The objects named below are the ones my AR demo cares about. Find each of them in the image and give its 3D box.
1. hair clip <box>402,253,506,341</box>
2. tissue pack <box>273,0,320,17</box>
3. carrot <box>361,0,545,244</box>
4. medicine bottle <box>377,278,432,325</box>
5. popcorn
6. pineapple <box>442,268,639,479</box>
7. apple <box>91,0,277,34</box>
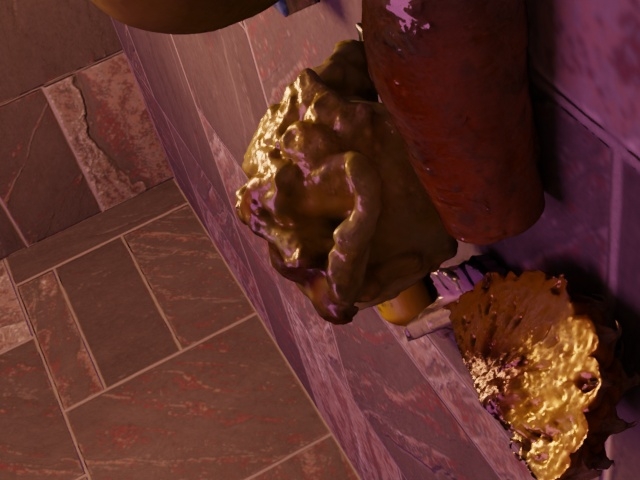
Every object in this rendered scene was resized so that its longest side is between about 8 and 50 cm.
[{"bbox_3d":[0.168,0.076,1.192,0.106,0.084,0.292,67,165,7],"label":"hair clip"},{"bbox_3d":[-0.067,-0.366,1.264,0.155,0.065,0.115,54,166,43],"label":"tissue pack"},{"bbox_3d":[0.111,-0.127,0.830,0.139,0.138,0.302,51,164,48],"label":"carrot"},{"bbox_3d":[0.069,-0.025,1.399,0.309,0.076,0.111,66,163,-15],"label":"medicine bottle"},{"bbox_3d":[0.034,-0.056,1.074,0.293,0.237,0.293,58,172,14],"label":"popcorn"},{"bbox_3d":[0.241,0.116,0.934,0.164,0.140,0.250,25,-157,-22],"label":"pineapple"},{"bbox_3d":[-0.134,-0.354,1.027,0.254,0.292,0.292,20,138,52],"label":"apple"}]
